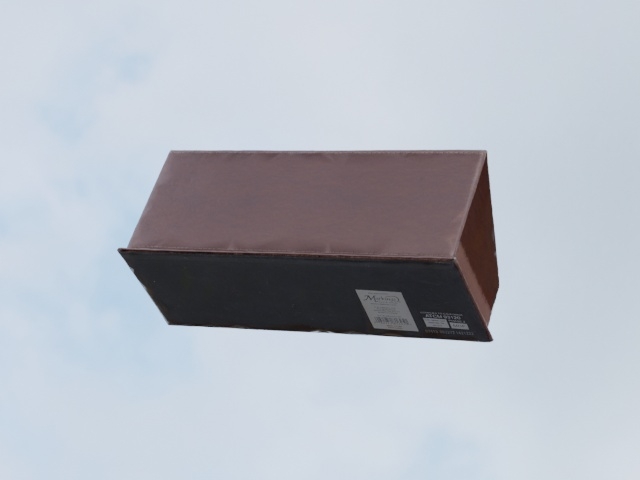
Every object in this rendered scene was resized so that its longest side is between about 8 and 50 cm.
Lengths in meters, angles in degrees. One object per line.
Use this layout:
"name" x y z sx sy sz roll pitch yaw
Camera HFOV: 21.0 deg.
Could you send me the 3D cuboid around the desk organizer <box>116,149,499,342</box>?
"desk organizer" 0.000 0.000 0.616 0.130 0.050 0.047 2 -37 26
